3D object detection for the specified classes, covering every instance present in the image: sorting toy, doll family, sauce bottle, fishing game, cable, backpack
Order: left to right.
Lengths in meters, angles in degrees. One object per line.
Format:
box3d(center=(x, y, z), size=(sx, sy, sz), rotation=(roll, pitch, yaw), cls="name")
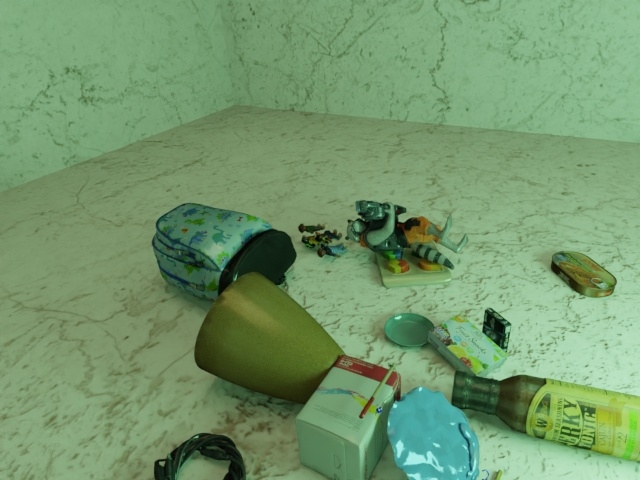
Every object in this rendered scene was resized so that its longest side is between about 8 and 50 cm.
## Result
box3d(center=(-0.202, 0.418, 0.820), size=(0.151, 0.047, 0.184), rotation=(-13, 28, -24), cls="cable")
box3d(center=(-0.301, 0.033, 1.335), size=(0.356, 0.273, 0.290), rotation=(3, 35, 37), cls="backpack")
box3d(center=(0.000, 0.000, 1.485), size=(0.111, 0.075, 0.193), rotation=(-5, 18, -43), cls="doll family")
box3d(center=(0.263, 0.058, 1.385), size=(0.193, 0.038, 0.208), rotation=(-4, 30, 0), cls="sorting toy")
box3d(center=(0.186, 0.337, 0.799), size=(0.264, 0.041, 0.189), rotation=(42, 43, 5), cls="fishing game")
box3d(center=(0.416, 0.307, 0.860), size=(0.345, 0.111, 0.111), rotation=(5, 31, 20), cls="sauce bottle")

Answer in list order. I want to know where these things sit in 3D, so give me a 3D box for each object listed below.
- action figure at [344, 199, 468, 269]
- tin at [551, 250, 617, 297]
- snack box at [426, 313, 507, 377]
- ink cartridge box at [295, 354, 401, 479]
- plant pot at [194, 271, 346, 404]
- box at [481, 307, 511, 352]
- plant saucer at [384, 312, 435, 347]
box3d(center=(0.211, -0.021, 1.334), size=(0.331, 0.178, 0.341), rotation=(5, 1, 31), cls="action figure")
box3d(center=(0.703, 0.089, 1.275), size=(0.106, 0.040, 0.189), rotation=(-12, 30, -5), cls="tin")
box3d(center=(0.321, 0.235, 1.049), size=(0.100, 0.037, 0.141), rotation=(-20, 43, -27), cls="snack box")
box3d(center=(0.055, 0.323, 0.856), size=(0.128, 0.128, 0.176), rotation=(13, 33, 27), cls="ink cartridge box")
box3d(center=(-0.083, 0.224, 0.988), size=(0.255, 0.237, 0.237), rotation=(25, 39, 20), cls="plant pot")
box3d(center=(0.394, 0.203, 1.066), size=(0.018, 0.083, 0.067), rotation=(-15, 32, -19), cls="box")
box3d(center=(0.212, 0.217, 1.130), size=(0.120, 0.021, 0.119), rotation=(-3, 30, 2), cls="plant saucer")
